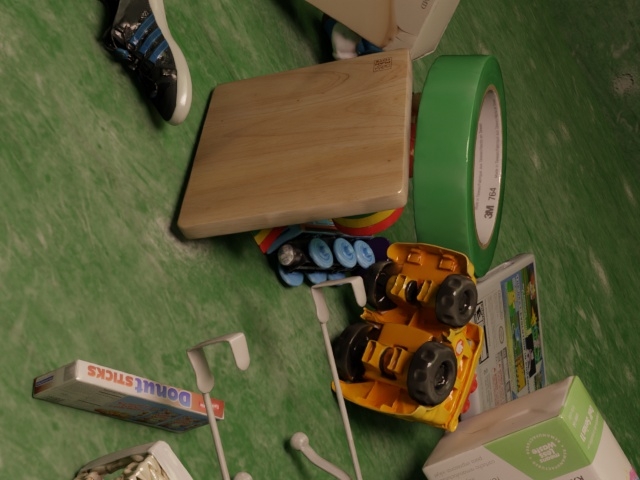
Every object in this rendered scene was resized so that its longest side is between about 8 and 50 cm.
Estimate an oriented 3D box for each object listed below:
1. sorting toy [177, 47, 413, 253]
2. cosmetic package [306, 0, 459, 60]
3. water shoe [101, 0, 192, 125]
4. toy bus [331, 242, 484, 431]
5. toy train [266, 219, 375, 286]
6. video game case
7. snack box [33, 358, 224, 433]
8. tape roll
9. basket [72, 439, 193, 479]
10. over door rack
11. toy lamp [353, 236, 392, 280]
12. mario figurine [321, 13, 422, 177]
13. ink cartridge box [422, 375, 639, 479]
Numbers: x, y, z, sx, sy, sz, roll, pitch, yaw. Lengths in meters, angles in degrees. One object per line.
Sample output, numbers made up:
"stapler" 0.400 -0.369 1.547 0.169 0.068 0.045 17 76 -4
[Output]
"sorting toy" -0.014 -0.096 1.090 0.089 0.257 0.255 67 22 -43
"cosmetic package" 0.051 -0.406 1.318 0.309 0.160 0.113 35 35 15
"water shoe" -0.212 -0.221 1.058 0.080 0.073 0.203 -11 74 -34
"toy bus" 0.147 0.139 1.204 0.211 0.149 0.220 34 72 -45
"toy train" 0.000 0.000 1.195 0.184 0.080 0.105 3 62 -54
"video game case" 0.282 0.208 1.409 0.300 0.036 0.329 -19 103 -57
"snack box" -0.175 0.150 0.862 0.178 0.064 0.022 27 48 -44
"tape roll" 0.209 -0.108 1.334 0.321 0.077 0.321 4 90 -69
"basket" -0.151 0.272 0.776 0.167 0.113 0.103 58 36 -11
"over door rack" -0.046 0.212 0.923 0.239 0.108 0.324 -23 114 -57
"toy lamp" 0.159 0.094 1.357 0.275 0.080 0.080 39 41 -36
"mario figurine" 0.113 -0.243 1.409 0.198 0.170 0.320 -7 62 -15
"ink cartridge box" 0.312 0.375 1.150 0.353 0.207 0.119 58 29 -3
